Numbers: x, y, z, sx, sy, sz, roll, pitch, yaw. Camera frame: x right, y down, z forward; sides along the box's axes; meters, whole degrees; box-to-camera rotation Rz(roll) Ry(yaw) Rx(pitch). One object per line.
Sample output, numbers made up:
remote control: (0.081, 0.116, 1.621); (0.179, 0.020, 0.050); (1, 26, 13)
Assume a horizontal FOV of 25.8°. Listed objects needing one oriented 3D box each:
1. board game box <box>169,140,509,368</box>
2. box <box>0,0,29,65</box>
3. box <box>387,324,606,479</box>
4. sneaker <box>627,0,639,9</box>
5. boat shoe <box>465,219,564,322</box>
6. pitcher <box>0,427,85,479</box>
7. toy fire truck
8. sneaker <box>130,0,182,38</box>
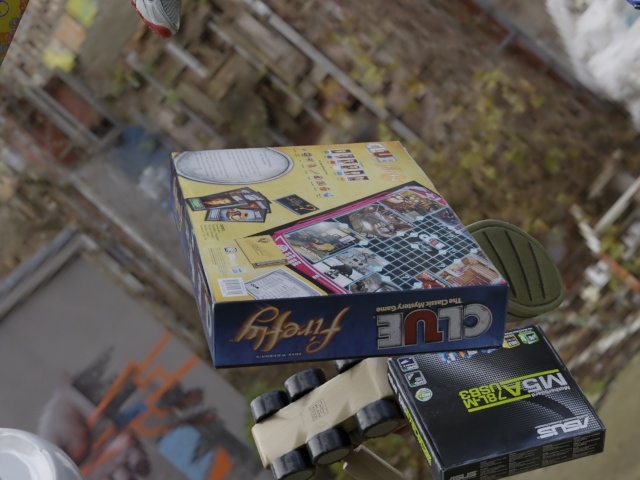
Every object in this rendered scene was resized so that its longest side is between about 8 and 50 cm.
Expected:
board game box: (0.000, 0.000, 0.861); (0.243, 0.165, 0.042); (-115, 24, -65)
box: (-0.539, -0.356, 1.671); (0.290, 0.279, 0.177); (9, -67, -52)
box: (0.190, 0.182, 1.547); (0.184, 0.191, 0.045); (-116, 17, -53)
sneaker: (0.297, -0.326, 1.304); (0.083, 0.221, 0.087); (-1, 3, 39)
boat shoe: (0.137, 0.049, 1.469); (0.302, 0.113, 0.103); (2, -27, -46)
pitcher: (-0.201, 0.235, 0.998); (0.125, 0.178, 0.207); (-51, -20, -33)
toy fire truck: (0.062, 0.260, 1.872); (0.217, 0.158, 0.246); (-34, -28, 22)
sneaker: (-0.167, -0.334, 1.576); (0.088, 0.093, 0.225); (44, -135, -62)
